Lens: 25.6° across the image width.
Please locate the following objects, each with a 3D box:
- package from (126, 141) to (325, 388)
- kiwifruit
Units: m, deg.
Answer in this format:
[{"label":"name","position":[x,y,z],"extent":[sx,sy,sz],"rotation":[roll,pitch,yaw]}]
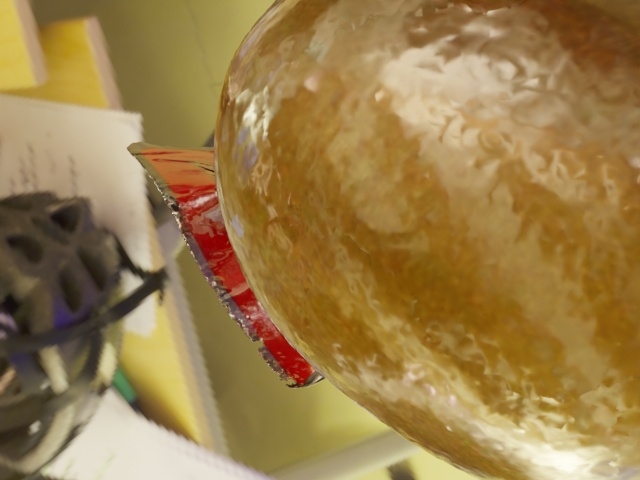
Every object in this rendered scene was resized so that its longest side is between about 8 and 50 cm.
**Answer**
[{"label":"package","position":[0.000,0.000,0.903],"extent":[0.071,0.194,0.269],"rotation":[-64,34,33]},{"label":"kiwifruit","position":[0.069,-0.016,0.515],"extent":[0.234,0.196,0.196],"rotation":[37,124,21]}]
